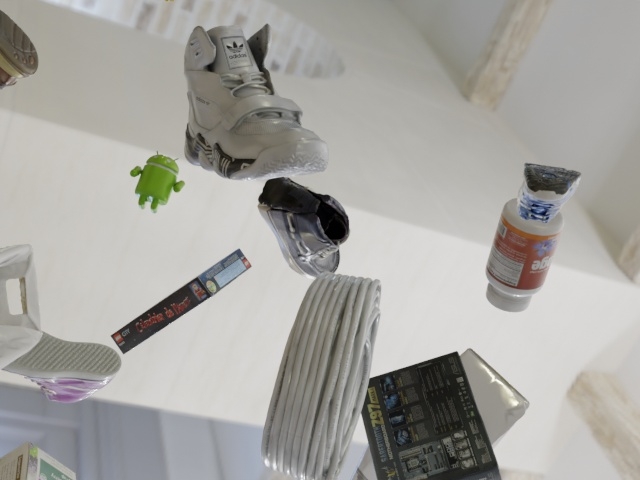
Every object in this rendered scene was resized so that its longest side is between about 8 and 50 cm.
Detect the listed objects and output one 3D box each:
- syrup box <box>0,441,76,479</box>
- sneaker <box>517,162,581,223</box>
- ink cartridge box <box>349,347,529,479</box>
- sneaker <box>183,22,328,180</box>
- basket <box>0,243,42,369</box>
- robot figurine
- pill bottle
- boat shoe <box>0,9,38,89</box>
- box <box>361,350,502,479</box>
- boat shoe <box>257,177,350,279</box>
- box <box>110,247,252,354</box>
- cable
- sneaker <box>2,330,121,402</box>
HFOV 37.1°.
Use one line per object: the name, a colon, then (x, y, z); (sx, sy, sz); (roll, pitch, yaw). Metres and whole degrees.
syrup box: (-0.447, 0.377, 1.273); (0.237, 0.093, 0.096); (-32, -144, 12)
sneaker: (0.317, -0.063, 1.334); (0.211, 0.080, 0.081); (-24, 123, -76)
ink cartridge box: (0.216, 0.422, 1.883); (0.166, 0.285, 0.395); (44, -27, 17)
sneaker: (-0.107, -0.202, 1.361); (0.366, 0.137, 0.210); (20, -64, 61)
basket: (-0.365, 0.070, 0.972); (0.167, 0.103, 0.113); (-66, 153, -82)
robot figurine: (-0.309, -0.111, 1.804); (0.067, 0.101, 0.115); (110, -1, -76)
pill bottle: (0.396, 0.032, 1.888); (0.121, 0.121, 0.216); (-110, -156, -52)
boat shoe: (-0.326, -0.201, 0.826); (0.060, 0.178, 0.064); (-27, -148, 19)
box: (0.165, 0.301, 1.506); (0.232, 0.184, 0.059); (-105, 176, -47)
boat shoe: (0.000, 0.000, 2.012); (0.158, 0.340, 0.127); (21, -108, 34)
box: (-0.250, 0.109, 1.715); (0.233, 0.044, 0.159); (-33, -176, 28)
cable: (0.007, 0.162, 1.143); (0.257, 0.089, 0.257); (-62, 163, -57)
sneaker: (-0.554, 0.260, 1.879); (0.161, 0.282, 0.102); (-42, -139, 36)
